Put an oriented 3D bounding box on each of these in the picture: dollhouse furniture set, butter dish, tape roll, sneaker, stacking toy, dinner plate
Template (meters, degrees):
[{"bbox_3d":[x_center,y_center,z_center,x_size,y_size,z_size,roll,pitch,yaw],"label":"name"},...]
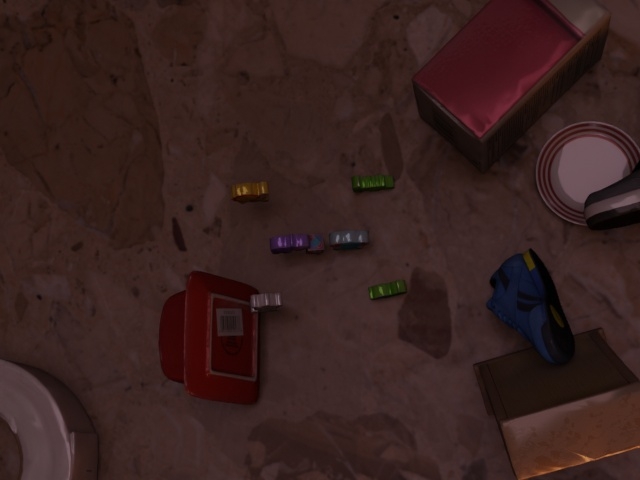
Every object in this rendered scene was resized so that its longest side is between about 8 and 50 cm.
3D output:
[{"bbox_3d":[0.323,0.336,1.307,0.362,0.256,0.394,-17,97,6],"label":"dollhouse furniture set"},{"bbox_3d":[-0.158,0.130,1.440,0.118,0.160,0.160,-7,75,32],"label":"butter dish"},{"bbox_3d":[-0.440,0.295,1.460,0.286,0.100,0.286,-2,78,9],"label":"tape roll"},{"bbox_3d":[0.437,-0.137,1.388,0.295,0.124,0.179,-21,79,-10],"label":"sneaker"},{"bbox_3d":[0.000,0.000,1.454,0.221,0.052,0.167,-5,77,-9],"label":"stacking toy"},{"bbox_3d":[0.353,-0.087,1.456,0.141,0.017,0.141,-2,77,8],"label":"dinner plate"},{"bbox_3d":[0.253,0.093,1.361,0.082,0.209,0.069,-32,118,16],"label":"sneaker"}]

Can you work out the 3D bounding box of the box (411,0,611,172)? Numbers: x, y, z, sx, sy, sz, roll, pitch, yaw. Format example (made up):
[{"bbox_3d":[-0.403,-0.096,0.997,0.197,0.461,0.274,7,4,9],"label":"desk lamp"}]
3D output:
[{"bbox_3d":[0.244,-0.224,1.434,0.232,0.148,0.127,-45,75,-3],"label":"box"}]
